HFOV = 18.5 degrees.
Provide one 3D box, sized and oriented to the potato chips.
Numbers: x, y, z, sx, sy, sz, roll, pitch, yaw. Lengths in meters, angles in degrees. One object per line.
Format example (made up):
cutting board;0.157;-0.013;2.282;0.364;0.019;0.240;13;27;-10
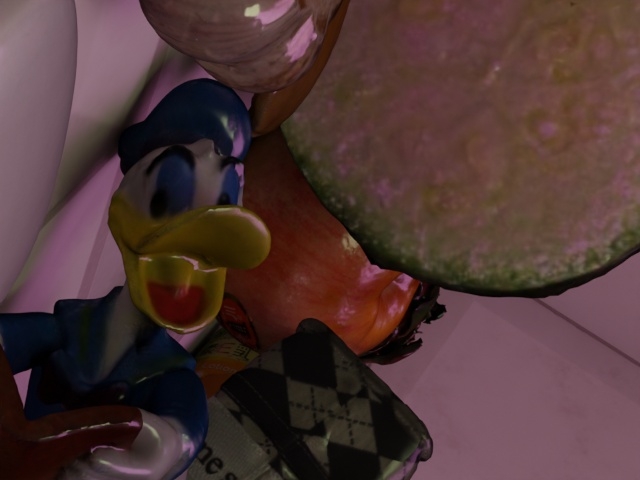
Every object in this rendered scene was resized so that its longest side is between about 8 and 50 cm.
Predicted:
potato chips;-0.003;-0.154;1.165;0.150;0.049;0.201;-64;174;-87

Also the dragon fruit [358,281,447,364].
dragon fruit;0.033;0.025;1.808;0.182;0.182;0.188;-51;152;-42

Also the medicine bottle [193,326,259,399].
medicine bottle;-0.088;0.160;1.796;0.239;0.124;0.124;-52;171;-52

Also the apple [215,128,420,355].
apple;0.000;0.000;1.524;0.209;0.164;0.209;-56;170;-15

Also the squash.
squash;0.130;-0.133;1.417;0.310;0.310;0.309;-59;180;10

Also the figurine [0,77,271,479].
figurine;-0.134;0.059;1.102;0.283;0.204;0.338;36;74;-76

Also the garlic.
garlic;-0.031;-0.153;0.946;0.147;0.102;0.159;-2;114;-65

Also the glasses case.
glasses case;-0.150;-0.027;0.835;0.092;0.059;0.233;-54;172;-34

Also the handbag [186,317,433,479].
handbag;-0.116;0.260;1.468;0.416;0.180;0.317;-39;169;-10
